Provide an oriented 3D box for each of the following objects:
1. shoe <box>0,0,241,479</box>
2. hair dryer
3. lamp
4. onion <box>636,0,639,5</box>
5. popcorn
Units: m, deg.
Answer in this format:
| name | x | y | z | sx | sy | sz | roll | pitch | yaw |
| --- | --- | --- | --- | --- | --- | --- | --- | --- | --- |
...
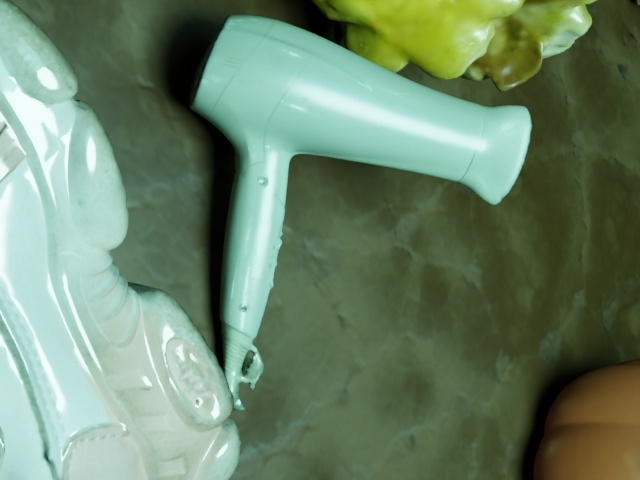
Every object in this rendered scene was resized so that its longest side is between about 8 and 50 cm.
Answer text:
| name | x | y | z | sx | sy | sz | roll | pitch | yaw |
| --- | --- | --- | --- | --- | --- | --- | --- | --- | --- |
| shoe | -0.185 | 0.029 | 0.589 | 0.198 | 0.171 | 0.351 | -44 | 113 | -34 |
| hair dryer | 0.000 | 0.000 | 0.813 | 0.206 | 0.075 | 0.237 | 18 | 92 | -10 |
| lamp | 0.258 | 0.179 | 0.998 | 0.187 | 0.163 | 0.188 | 9 | 76 | -43 |
| onion | 0.354 | -0.267 | 1.143 | 0.248 | 0.161 | 0.248 | 3 | 86 | -54 |
| popcorn | 0.071 | -0.213 | 0.857 | 0.254 | 0.191 | 0.190 | 58 | 20 | -25 |
